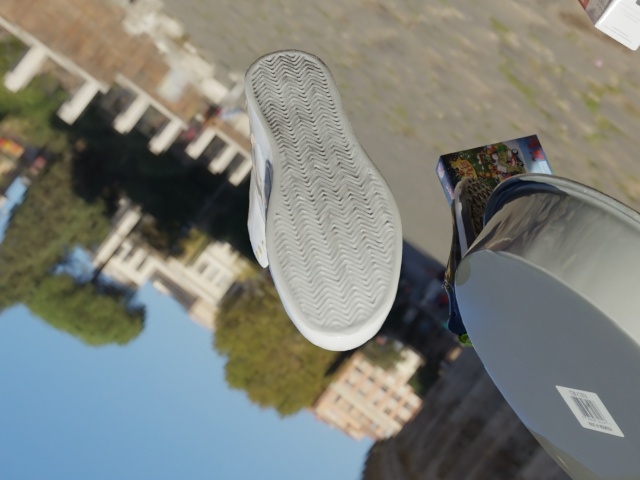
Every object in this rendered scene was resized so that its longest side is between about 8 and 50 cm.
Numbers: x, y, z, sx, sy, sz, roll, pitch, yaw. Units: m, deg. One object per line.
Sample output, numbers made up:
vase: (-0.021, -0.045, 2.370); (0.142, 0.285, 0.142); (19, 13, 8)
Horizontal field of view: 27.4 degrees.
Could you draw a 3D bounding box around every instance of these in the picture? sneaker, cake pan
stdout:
sneaker: (0.000, 0.000, 1.082); (0.169, 0.108, 0.292); (90, 171, -50)
cake pan: (0.186, 0.091, 0.800); (0.293, 0.054, 0.293); (47, 164, 18)
sneaker: (0.180, 0.023, 1.629); (0.084, 0.097, 0.235); (27, -136, -26)

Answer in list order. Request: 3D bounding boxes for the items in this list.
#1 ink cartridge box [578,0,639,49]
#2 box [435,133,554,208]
ink cartridge box: (0.372, -0.311, 1.510); (0.063, 0.150, 0.109); (27, -156, -16)
box: (0.284, -0.036, 1.938); (0.044, 0.159, 0.233); (102, 152, -61)
